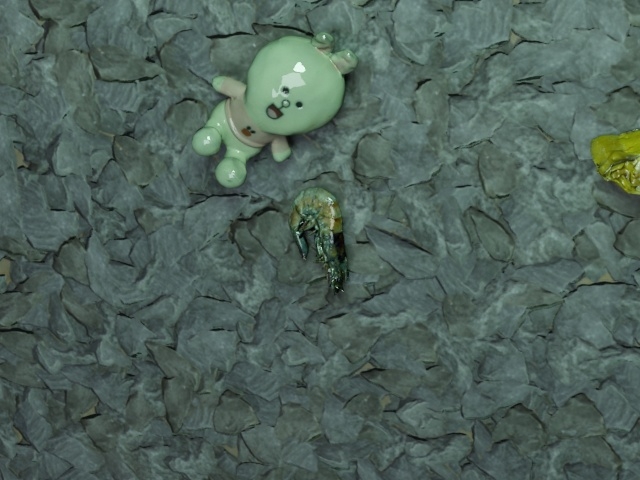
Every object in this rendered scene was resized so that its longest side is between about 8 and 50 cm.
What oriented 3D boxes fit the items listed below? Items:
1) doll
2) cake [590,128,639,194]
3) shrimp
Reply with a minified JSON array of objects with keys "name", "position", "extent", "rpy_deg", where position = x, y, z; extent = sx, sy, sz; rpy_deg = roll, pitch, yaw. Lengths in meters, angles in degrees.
[{"name":"doll","position":[-0.062,-0.196,2.092],"extent":[0.155,0.113,0.275],"rpy_deg":[44,115,-13]},{"name":"cake","position":[0.441,-0.110,1.976],"extent":[0.185,0.116,0.079],"rpy_deg":[-24,111,-4]},{"name":"shrimp","position":[0.000,0.000,2.204],"extent":[0.091,0.034,0.161],"rpy_deg":[-2,107,35]}]
